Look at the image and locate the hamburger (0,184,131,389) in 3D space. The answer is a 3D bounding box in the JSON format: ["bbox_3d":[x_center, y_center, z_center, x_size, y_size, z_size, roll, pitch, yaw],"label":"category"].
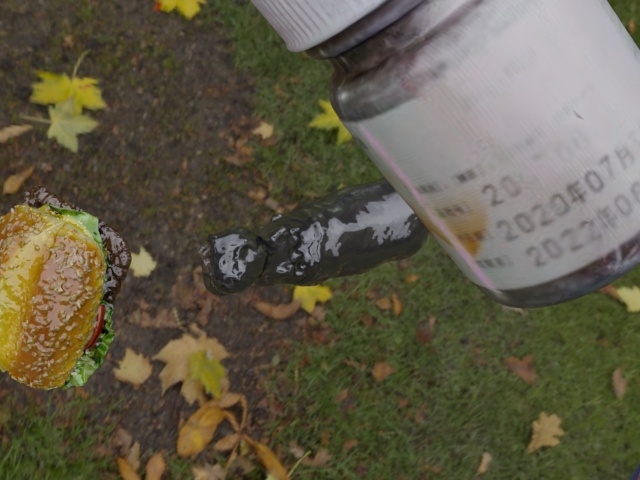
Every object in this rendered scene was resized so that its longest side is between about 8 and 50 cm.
[{"bbox_3d":[-0.230,0.047,0.747,0.137,0.166,0.087,29,20,10],"label":"hamburger"}]

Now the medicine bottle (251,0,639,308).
[{"bbox_3d":[0.087,-0.104,0.524,0.273,0.165,0.165,48,50,-18],"label":"medicine bottle"}]

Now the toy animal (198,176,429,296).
[{"bbox_3d":[-0.014,0.004,1.046,0.343,0.168,0.106,-17,91,-38],"label":"toy animal"}]

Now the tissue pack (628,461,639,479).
[{"bbox_3d":[0.223,0.125,0.411,0.209,0.269,0.137,-36,63,-15],"label":"tissue pack"}]
